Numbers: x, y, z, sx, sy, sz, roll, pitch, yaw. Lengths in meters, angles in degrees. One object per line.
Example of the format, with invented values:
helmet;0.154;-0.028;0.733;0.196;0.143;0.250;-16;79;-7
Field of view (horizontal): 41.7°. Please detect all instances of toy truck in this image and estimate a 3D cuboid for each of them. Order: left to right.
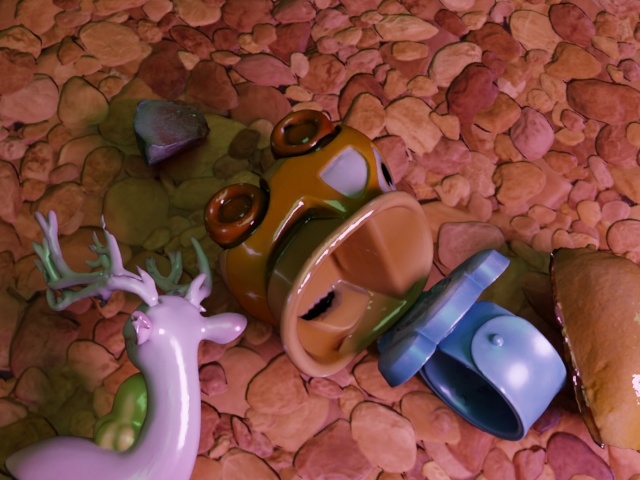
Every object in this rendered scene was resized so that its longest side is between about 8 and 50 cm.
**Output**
toy truck;0.000;0.000;1.016;0.211;0.204;0.288;28;67;37

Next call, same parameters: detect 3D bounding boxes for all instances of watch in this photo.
watch;0.188;0.143;1.014;0.193;0.211;0.211;45;70;1

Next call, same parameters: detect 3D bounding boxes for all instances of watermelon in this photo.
watermelon;-0.212;-0.144;1.157;0.094;0.081;0.180;-6;28;14

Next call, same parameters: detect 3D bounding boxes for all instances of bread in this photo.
bread;0.373;0.116;1.005;0.204;0.162;0.262;11;58;-45

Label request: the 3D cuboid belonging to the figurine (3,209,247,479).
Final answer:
figurine;-0.235;0.127;0.956;0.284;0.206;0.316;23;84;44
